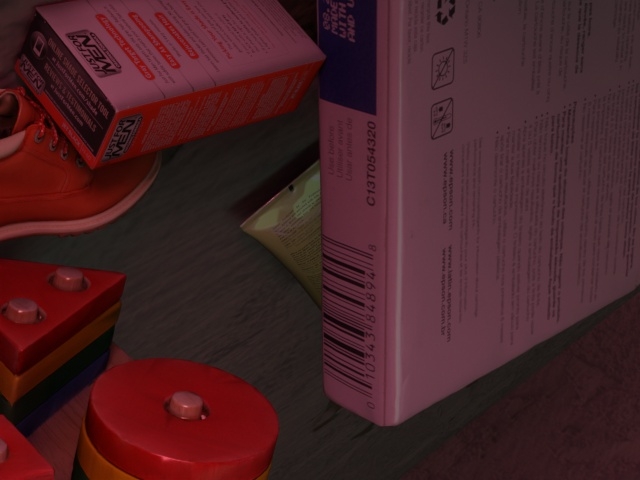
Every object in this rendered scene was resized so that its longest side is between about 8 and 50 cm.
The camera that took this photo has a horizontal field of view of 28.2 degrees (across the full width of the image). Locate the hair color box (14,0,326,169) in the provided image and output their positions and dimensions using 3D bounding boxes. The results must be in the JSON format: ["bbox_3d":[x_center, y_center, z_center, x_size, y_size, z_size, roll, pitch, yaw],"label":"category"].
[{"bbox_3d":[-0.072,-0.089,0.638,0.141,0.072,0.043,-20,154,-43],"label":"hair color box"}]

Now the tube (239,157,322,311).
[{"bbox_3d":[0.000,0.000,1.032,0.240,0.062,0.070,59,38,-67],"label":"tube"}]

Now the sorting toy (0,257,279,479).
[{"bbox_3d":[-0.154,0.087,0.590,0.255,0.257,0.089,-7,121,-43],"label":"sorting toy"}]

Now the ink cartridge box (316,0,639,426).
[{"bbox_3d":[0.131,-0.093,0.781,0.330,0.071,0.324,-23,121,-41],"label":"ink cartridge box"}]

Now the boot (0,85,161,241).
[{"bbox_3d":[-0.139,-0.044,0.642,0.158,0.059,0.084,-22,150,-41],"label":"boot"}]
